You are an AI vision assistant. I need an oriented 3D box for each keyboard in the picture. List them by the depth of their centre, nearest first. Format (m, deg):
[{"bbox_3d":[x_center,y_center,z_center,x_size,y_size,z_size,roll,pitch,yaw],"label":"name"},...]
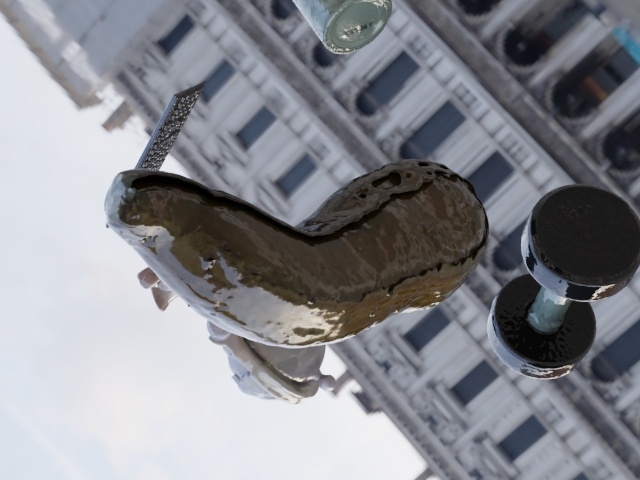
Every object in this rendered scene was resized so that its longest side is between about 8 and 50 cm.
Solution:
[{"bbox_3d":[-0.180,-0.091,1.231,0.010,0.198,0.063,40,-145,7],"label":"keyboard"}]

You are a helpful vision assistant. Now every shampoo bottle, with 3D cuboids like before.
[{"bbox_3d":[-0.021,-0.236,0.894,0.065,0.065,0.204,21,-149,-55],"label":"shampoo bottle"}]

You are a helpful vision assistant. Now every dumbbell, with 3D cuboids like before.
[{"bbox_3d":[0.210,0.040,0.991,0.100,0.100,0.191,53,160,24],"label":"dumbbell"}]

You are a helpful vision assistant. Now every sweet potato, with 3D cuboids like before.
[{"bbox_3d":[0.001,0.006,0.505,0.233,0.062,0.081,-6,-110,-50],"label":"sweet potato"}]

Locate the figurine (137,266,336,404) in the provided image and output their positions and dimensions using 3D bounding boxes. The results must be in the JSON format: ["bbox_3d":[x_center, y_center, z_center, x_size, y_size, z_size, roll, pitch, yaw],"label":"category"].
[{"bbox_3d":[-0.083,0.093,1.245,0.237,0.141,0.162,47,-164,8],"label":"figurine"}]
